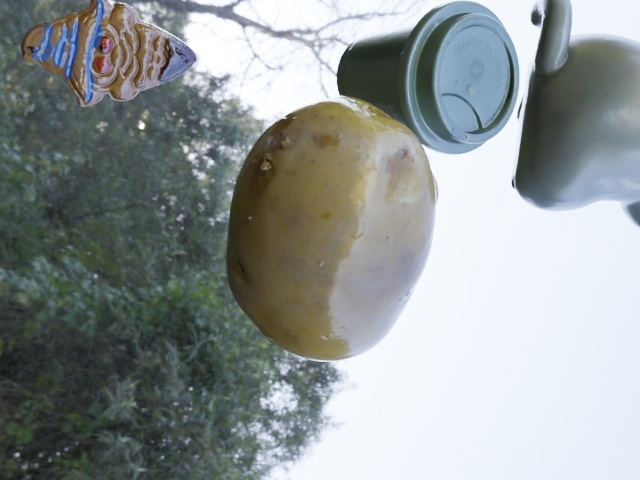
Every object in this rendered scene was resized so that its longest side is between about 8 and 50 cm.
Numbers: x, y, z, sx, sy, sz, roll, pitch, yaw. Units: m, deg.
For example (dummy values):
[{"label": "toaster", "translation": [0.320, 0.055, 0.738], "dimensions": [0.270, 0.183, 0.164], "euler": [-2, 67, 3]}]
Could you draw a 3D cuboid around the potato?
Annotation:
[{"label": "potato", "translation": [0.000, 0.000, 0.535], "dimensions": [0.150, 0.146, 0.233], "euler": [38, -50, 36]}]

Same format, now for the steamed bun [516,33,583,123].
[{"label": "steamed bun", "translation": [0.506, -0.283, 1.340], "dimensions": [0.145, 0.232, 0.231], "euler": [40, -67, 22]}]

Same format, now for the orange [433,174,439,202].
[{"label": "orange", "translation": [0.131, -0.076, 1.126], "dimensions": [0.136, 0.136, 0.117], "euler": [-19, -109, 51]}]

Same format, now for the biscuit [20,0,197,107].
[{"label": "biscuit", "translation": [-0.343, -0.307, 1.121], "dimensions": [0.043, 0.280, 0.183], "euler": [-125, -139, -56]}]

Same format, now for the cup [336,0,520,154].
[{"label": "cup", "translation": [0.084, -0.134, 0.573], "dimensions": [0.141, 0.120, 0.119], "euler": [15, -90, 56]}]

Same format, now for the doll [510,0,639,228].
[{"label": "doll", "translation": [0.390, -0.124, 0.806], "dimensions": [0.226, 0.371, 0.215], "euler": [110, -1, -48]}]
